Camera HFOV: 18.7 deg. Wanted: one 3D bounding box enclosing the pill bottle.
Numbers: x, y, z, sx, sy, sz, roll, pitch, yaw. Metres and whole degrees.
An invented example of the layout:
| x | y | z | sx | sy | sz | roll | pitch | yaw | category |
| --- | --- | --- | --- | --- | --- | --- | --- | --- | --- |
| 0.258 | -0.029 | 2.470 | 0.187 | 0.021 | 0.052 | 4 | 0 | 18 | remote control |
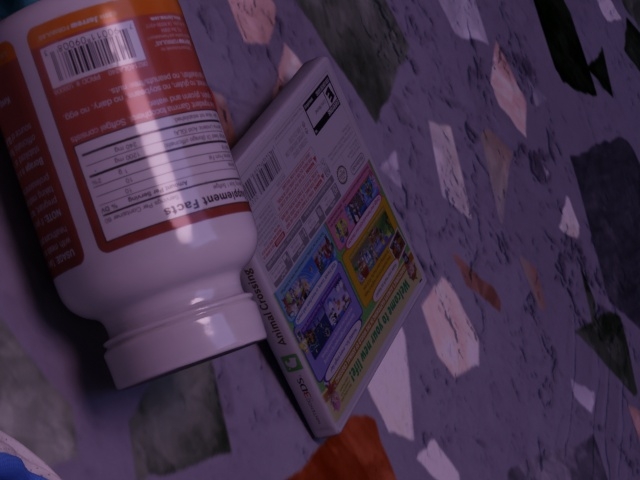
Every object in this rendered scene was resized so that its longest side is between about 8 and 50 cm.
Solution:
| x | y | z | sx | sy | sz | roll | pitch | yaw | category |
| --- | --- | --- | --- | --- | --- | --- | --- | --- | --- |
| -0.108 | -0.031 | 1.107 | 0.121 | 0.121 | 0.216 | -13 | 83 | -60 | pill bottle |

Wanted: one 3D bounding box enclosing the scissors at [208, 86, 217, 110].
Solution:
| x | y | z | sx | sy | sz | roll | pitch | yaw | category |
| --- | --- | --- | --- | --- | --- | --- | --- | --- | --- |
| -0.151 | -0.116 | 1.190 | 0.297 | 0.021 | 0.109 | 38 | 43 | -43 | scissors |

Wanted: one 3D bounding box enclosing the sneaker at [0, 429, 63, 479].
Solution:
| x | y | z | sx | sy | sz | roll | pitch | yaw | category |
| --- | --- | --- | --- | --- | --- | --- | --- | --- | --- |
| -0.227 | 0.112 | 0.709 | 0.322 | 0.236 | 0.130 | 19 | 55 | -53 | sneaker |

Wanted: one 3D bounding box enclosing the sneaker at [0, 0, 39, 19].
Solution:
| x | y | z | sx | sy | sz | roll | pitch | yaw | category |
| --- | --- | --- | --- | --- | --- | --- | --- | --- | --- |
| -0.236 | -0.201 | 1.034 | 0.275 | 0.107 | 0.110 | 22 | 70 | -44 | sneaker |

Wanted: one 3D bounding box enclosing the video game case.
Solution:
| x | y | z | sx | sy | sz | roll | pitch | yaw | category |
| --- | --- | --- | --- | --- | --- | --- | --- | --- | --- |
| 0.000 | 0.000 | 1.339 | 0.193 | 0.023 | 0.212 | 65 | 29 | -19 | video game case |
